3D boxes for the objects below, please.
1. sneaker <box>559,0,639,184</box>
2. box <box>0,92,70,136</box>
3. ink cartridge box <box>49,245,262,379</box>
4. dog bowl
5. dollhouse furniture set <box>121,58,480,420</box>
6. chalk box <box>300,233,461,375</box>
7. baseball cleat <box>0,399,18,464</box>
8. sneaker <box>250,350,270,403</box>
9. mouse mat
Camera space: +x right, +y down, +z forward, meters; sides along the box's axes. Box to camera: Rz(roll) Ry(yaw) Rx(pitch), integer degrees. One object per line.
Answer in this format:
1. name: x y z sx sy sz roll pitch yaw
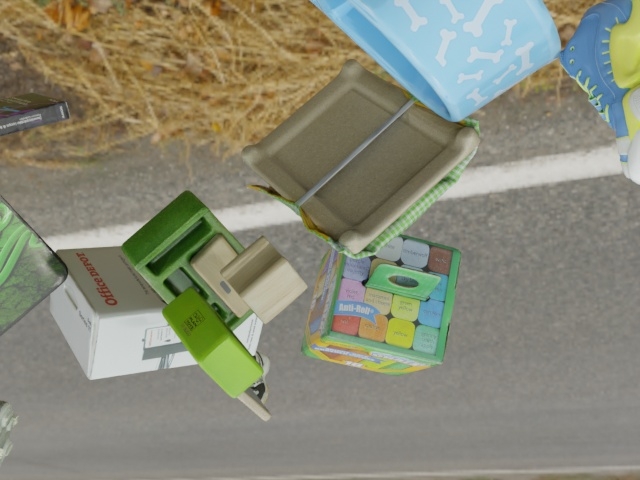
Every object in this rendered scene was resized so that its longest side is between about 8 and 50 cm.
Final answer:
1. sneaker: 0.337 -0.173 0.928 0.091 0.240 0.126 19 164 -37
2. box: -0.442 -0.168 1.117 0.162 0.029 0.116 -22 -152 -38
3. ink cartridge box: -0.190 0.073 0.951 0.208 0.153 0.087 -3 119 -35
4. dog bowl: 0.015 -0.189 0.512 0.074 0.297 0.166 -46 168 6
5. dollhouse furniture set: 0.000 0.000 0.762 0.301 0.197 0.151 -41 136 -6
6. chalk box: 0.094 0.093 1.240 0.180 0.179 0.289 14 165 -6
7. baseball cleat: -0.411 0.255 0.922 0.109 0.072 0.206 22 112 -1
8. sneaker: -0.087 0.175 1.034 0.032 0.083 0.037 -32 127 27
9. mouse mat: -0.362 0.042 0.792 0.152 0.190 0.007 53 164 -26
